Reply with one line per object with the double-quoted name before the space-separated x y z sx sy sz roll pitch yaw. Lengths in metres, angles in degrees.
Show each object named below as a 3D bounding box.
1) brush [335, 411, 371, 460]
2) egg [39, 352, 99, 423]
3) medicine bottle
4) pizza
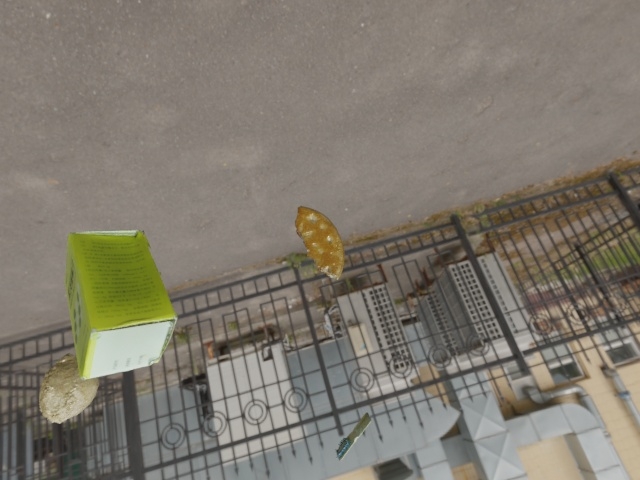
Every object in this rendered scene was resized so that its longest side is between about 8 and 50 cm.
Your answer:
"brush" 0.045 0.281 0.575 0.013 0.016 0.083 26 106 -28
"egg" -0.558 0.327 0.887 0.118 0.139 0.116 23 179 17
"medicine bottle" -0.382 0.107 0.747 0.141 0.250 0.137 -5 135 -38
"pizza" -0.001 0.002 1.180 0.127 0.246 0.058 -35 164 -15
